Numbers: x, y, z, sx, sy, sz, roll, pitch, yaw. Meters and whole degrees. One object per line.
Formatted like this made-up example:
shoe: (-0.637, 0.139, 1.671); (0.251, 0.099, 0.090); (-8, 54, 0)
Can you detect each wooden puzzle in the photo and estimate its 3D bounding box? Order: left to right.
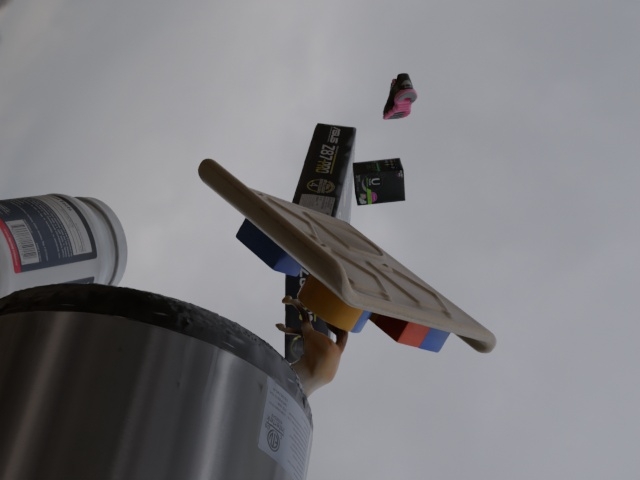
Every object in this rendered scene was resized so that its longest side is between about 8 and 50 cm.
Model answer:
wooden puzzle: (0.025, 0.040, 1.366); (0.322, 0.348, 0.080); (39, -80, 42)

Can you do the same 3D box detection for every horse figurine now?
horse figurine: (-0.043, 0.198, 1.614); (0.263, 0.066, 0.174); (-47, -124, -7)

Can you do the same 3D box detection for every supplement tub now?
supplement tub: (-0.455, 0.027, 1.633); (0.191, 0.272, 0.191); (6, -80, 34)

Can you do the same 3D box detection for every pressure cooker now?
pressure cooker: (-0.206, 0.291, 0.906); (0.375, 0.370, 0.420); (-44, -150, 49)

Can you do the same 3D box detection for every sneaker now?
sneaker: (0.134, -0.249, 1.816); (0.119, 0.047, 0.057); (126, -47, -65)

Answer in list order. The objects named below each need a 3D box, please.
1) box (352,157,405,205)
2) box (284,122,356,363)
box: (0.099, -0.100, 1.786); (0.052, 0.083, 0.062); (-98, -177, -61)
box: (0.000, 0.000, 2.028); (0.395, 0.097, 0.318); (-77, 173, -58)
